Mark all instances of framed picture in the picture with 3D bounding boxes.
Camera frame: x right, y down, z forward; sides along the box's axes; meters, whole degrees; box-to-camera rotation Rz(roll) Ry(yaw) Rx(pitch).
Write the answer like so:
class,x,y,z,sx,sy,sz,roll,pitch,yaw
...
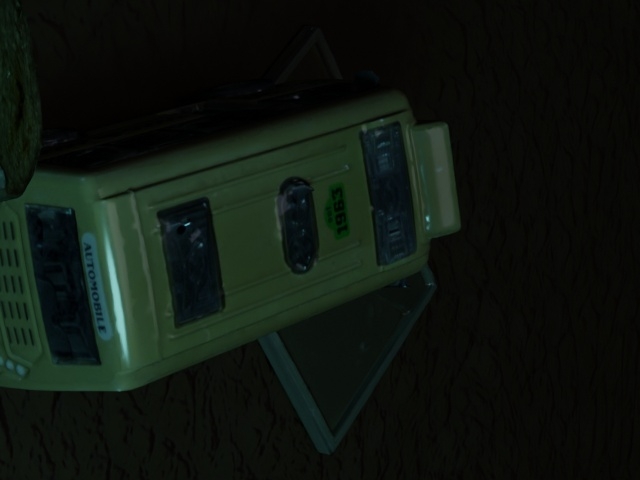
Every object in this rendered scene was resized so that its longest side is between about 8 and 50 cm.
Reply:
class,x,y,z,sx,sy,sz,roll,pitch,yaw
framed picture,0.000,0.000,1.468,0.232,0.024,0.315,-54,131,-37

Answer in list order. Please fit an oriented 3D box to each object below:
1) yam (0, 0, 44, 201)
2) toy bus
class,x,y,z,sx,sy,sz,roll,pitch,yaw
yam,-0.275,-0.078,0.939,0.154,0.254,0.154,-4,90,-76
toy bus,-0.075,-0.013,1.199,0.365,0.202,0.177,-21,107,-45
